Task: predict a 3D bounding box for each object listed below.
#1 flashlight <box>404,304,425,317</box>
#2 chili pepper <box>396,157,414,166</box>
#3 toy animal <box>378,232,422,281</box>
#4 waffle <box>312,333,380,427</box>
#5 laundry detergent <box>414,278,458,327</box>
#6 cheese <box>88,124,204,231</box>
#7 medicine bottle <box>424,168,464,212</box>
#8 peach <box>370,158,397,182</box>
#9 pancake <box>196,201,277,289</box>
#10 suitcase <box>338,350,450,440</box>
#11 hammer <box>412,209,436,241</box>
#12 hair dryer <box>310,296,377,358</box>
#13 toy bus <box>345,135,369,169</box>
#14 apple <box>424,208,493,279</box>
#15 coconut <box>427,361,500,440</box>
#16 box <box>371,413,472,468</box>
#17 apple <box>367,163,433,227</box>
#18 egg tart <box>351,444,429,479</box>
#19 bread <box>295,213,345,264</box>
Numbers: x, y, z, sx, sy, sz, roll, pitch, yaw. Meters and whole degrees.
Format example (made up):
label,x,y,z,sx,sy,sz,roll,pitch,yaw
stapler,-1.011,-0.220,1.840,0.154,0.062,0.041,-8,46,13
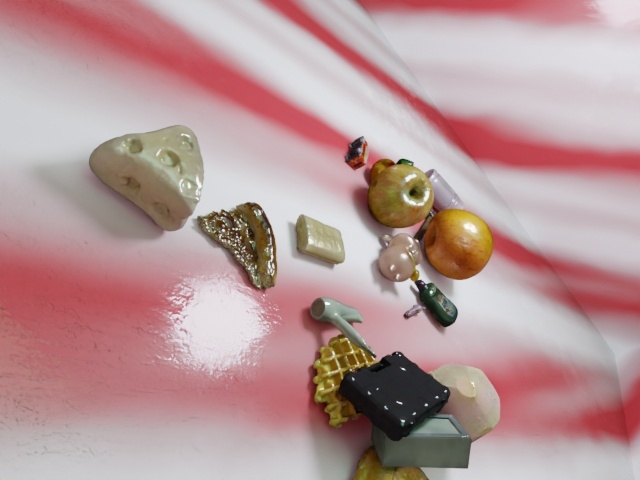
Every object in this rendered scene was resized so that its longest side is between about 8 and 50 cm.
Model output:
label,x,y,z,sx,sy,sz,roll,pitch,yaw
flashlight,0.348,0.266,1.735,0.110,0.052,0.031,-18,112,-48
chili pepper,0.393,-0.284,2.185,0.148,0.116,0.265,29,41,-16
toy animal,0.302,0.070,1.747,0.165,0.149,0.248,65,25,-15
waffle,0.098,0.398,1.302,0.283,0.065,0.309,44,38,-15
laundry detergent,0.454,0.231,1.852,0.222,0.078,0.144,48,34,-7
cheese,-0.395,-0.188,1.112,0.251,0.173,0.248,30,43,-23
medicine bottle,0.609,-0.235,2.364,0.249,0.133,0.133,44,36,-13
peach,0.284,-0.286,2.030,0.138,0.138,0.138,30,42,-32
pancake,-0.219,-0.008,1.265,0.244,0.057,0.266,20,49,-39
suitcase,0.202,0.402,1.235,0.206,0.066,0.285,34,23,32
hammer,0.471,-0.050,2.131,0.111,0.043,0.365,53,36,-4
hair dryer,0.099,0.259,1.343,0.206,0.075,0.237,20,17,-46
toy bus,0.167,-0.381,2.013,0.077,0.079,0.174,49,34,-24
apple,0.587,0.012,2.006,0.275,0.299,0.299,22,44,-13
coconut,0.407,0.487,1.391,0.233,0.245,0.233,5,51,-6
box,0.257,0.516,1.210,0.225,0.129,0.086,4,96,-7
apple,0.311,-0.173,1.874,0.264,0.264,0.264,30,42,-32
egg tart,0.193,0.654,1.169,0.288,0.118,0.288,26,47,-31
bread,0.000,0.001,1.513,0.178,0.060,0.140,22,48,-39
